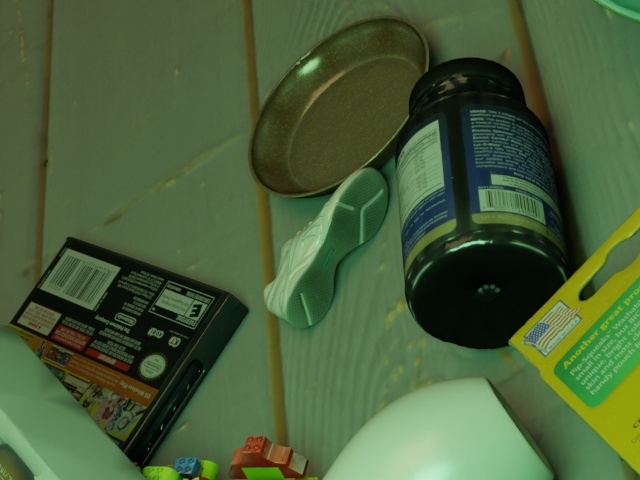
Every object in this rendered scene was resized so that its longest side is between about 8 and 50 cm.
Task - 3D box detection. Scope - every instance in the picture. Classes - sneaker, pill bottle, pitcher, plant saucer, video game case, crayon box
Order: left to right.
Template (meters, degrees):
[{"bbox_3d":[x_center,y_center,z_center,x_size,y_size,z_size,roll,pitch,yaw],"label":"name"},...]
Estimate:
[{"bbox_3d":[-0.217,0.128,1.737,0.275,0.035,0.248,17,69,50],"label":"video game case"},{"bbox_3d":[0.000,0.000,1.621,0.061,0.054,0.152,17,70,54],"label":"sneaker"},{"bbox_3d":[0.023,-0.111,1.717,0.199,0.036,0.198,-26,41,25],"label":"plant saucer"},{"bbox_3d":[0.053,0.183,1.347,0.207,0.125,0.178,-36,3,5],"label":"pitcher"},{"bbox_3d":[0.119,-0.035,1.473,0.123,0.123,0.219,-28,39,25],"label":"pill bottle"},{"bbox_3d":[0.273,0.076,1.218,0.203,0.083,0.323,-46,27,2],"label":"crayon box"}]

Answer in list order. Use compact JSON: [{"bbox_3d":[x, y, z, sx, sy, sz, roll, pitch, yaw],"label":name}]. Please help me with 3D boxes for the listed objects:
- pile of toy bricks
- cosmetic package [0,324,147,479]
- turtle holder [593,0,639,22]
[{"bbox_3d":[-0.117,0.201,1.457,0.212,0.105,0.118,-4,45,25],"label":"pile of toy bricks"},{"bbox_3d":[-0.230,0.275,1.413,0.377,0.097,0.284,41,111,40],"label":"cosmetic package"},{"bbox_3d":[0.253,-0.308,1.412,0.243,0.320,0.227,-23,2,6],"label":"turtle holder"}]
